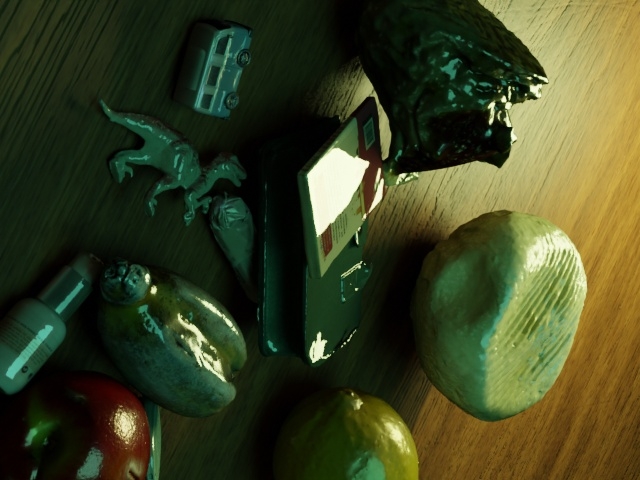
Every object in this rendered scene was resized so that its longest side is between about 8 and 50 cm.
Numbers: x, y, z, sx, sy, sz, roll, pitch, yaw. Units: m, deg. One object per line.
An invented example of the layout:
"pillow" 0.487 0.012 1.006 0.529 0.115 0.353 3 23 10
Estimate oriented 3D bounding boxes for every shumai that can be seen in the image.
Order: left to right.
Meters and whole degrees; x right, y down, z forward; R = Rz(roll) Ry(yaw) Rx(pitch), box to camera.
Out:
"shumai" 0.148 -0.212 1.892 0.330 0.292 0.288 15 123 -46

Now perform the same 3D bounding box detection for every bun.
"bun" 0.281 0.121 2.189 0.349 0.227 0.352 -48 136 -24

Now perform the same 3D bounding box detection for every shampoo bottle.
"shampoo bottle" -0.336 0.095 1.555 0.192 0.074 0.074 -53 141 -21

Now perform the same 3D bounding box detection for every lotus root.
"lotus root" -0.210 0.114 1.663 0.322 0.140 0.158 51 52 -47

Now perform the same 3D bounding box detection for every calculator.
"calculator" -0.227 0.260 1.728 0.021 0.153 0.095 -2 127 -3

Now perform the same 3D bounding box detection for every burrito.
"burrito" -0.107 0.010 1.803 0.064 0.064 0.203 -48 139 -24

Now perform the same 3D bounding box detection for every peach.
"peach" -0.302 0.262 1.585 0.226 0.190 0.196 65 12 -72

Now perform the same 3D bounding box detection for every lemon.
"lemon" 0.040 0.358 2.017 0.236 0.236 0.263 -22 94 -43

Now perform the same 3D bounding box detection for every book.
"book" 0.032 -0.075 1.761 0.232 0.022 0.162 -50 140 -48

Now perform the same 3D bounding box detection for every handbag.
"handbag" 0.000 0.000 1.854 0.238 0.089 0.326 -34 128 -58

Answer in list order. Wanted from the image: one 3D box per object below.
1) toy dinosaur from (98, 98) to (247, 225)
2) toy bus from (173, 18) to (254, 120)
"toy dinosaur" -0.195 -0.114 1.637 0.167 0.053 0.242 -52 128 -27
"toy bus" -0.139 -0.222 1.646 0.075 0.060 0.123 5 106 -48
